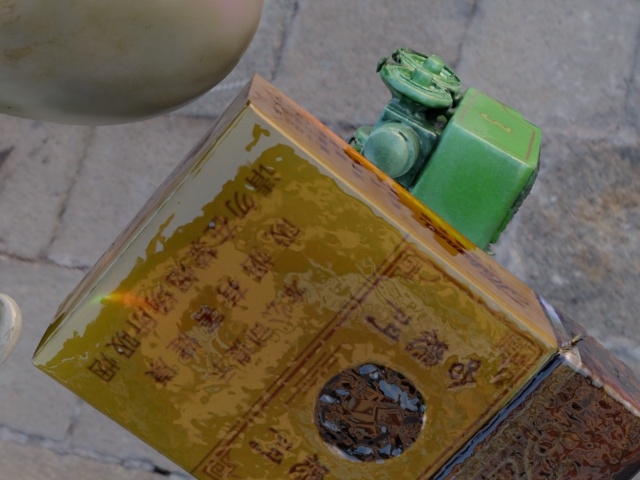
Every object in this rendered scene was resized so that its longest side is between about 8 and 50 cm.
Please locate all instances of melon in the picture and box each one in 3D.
[{"bbox_3d":[-0.178,-0.190,0.743,0.223,0.317,0.223,-14,72,53],"label":"melon"}]

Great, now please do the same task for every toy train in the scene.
[{"bbox_3d":[0.123,-0.094,1.139,0.188,0.243,0.132,30,111,1],"label":"toy train"}]

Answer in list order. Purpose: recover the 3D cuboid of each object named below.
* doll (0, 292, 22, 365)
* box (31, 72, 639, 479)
[{"bbox_3d":[-0.600,0.044,1.531,0.226,0.370,0.215,-13,55,32],"label":"doll"},{"bbox_3d":[0.030,0.102,0.884,0.264,0.415,0.116,-48,13,15],"label":"box"}]
